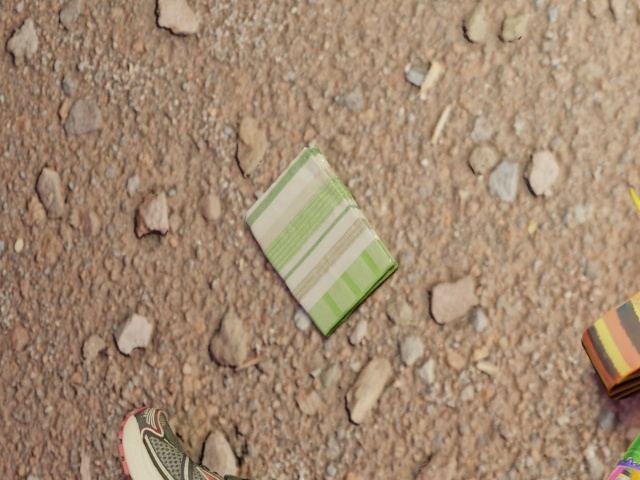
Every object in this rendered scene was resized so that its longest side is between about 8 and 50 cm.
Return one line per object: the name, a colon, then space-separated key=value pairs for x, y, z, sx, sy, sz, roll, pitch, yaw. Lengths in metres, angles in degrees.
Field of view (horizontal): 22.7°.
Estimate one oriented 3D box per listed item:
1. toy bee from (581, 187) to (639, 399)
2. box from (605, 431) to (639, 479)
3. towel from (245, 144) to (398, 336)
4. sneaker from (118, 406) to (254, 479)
toy bee: x=0.300 y=0.023 z=1.211 sx=0.195 sy=0.162 sz=0.298 roll=45 pitch=114 yaw=30
box: x=0.308 y=0.299 z=1.103 sx=0.290 sy=0.177 sz=0.279 roll=24 pitch=61 yaw=35
towel: x=0.000 y=0.000 z=1.522 sx=0.113 sy=0.023 sz=0.152 roll=-47 pitch=65 yaw=28
sneaker: x=-0.085 y=0.265 z=1.531 sx=0.112 sy=0.121 sz=0.299 roll=-43 pitch=60 yaw=-5
